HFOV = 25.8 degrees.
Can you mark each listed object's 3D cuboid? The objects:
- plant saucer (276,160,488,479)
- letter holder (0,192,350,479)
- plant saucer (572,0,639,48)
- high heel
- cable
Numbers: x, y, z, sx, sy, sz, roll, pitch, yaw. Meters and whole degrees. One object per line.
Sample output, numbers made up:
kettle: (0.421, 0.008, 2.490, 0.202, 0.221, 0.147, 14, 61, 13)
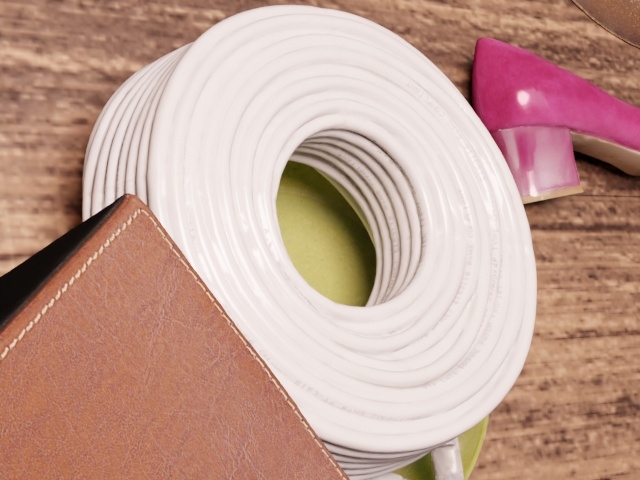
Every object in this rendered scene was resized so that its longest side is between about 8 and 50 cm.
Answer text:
plant saucer: (-0.004, 0.060, 0.801, 0.241, 0.037, 0.241, 15, 64, -32)
letter holder: (-0.119, 0.160, 0.548, 0.214, 0.152, 0.302, 52, 32, -12)
plant saucer: (0.264, -0.301, 1.133, 0.310, 0.050, 0.310, 15, 64, -32)
high heel: (0.211, -0.101, 0.996, 0.244, 0.082, 0.117, -13, 91, -26)
cable: (0.000, 0.000, 0.743, 0.257, 0.089, 0.257, 17, 63, -31)
